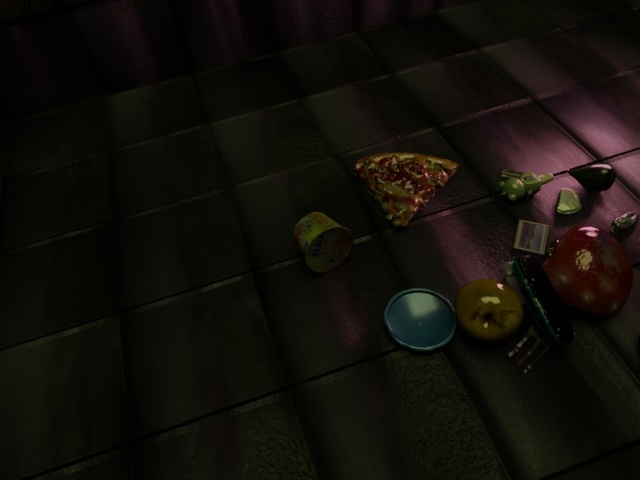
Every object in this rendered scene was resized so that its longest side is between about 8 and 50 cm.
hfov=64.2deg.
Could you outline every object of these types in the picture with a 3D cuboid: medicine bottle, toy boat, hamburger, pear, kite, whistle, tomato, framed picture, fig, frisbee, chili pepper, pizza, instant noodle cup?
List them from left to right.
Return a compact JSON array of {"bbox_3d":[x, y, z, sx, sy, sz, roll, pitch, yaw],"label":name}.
[{"bbox_3d":[0.000,0.000,1.885,0.205,0.204,0.153,-27,42,-16],"label":"instant noodle cup"},{"bbox_3d":[0.345,-0.220,2.061,0.441,0.130,0.405,0,48,7],"label":"pizza"},{"bbox_3d":[0.332,0.265,1.701,0.242,0.045,0.242,-4,49,4],"label":"frisbee"},{"bbox_3d":[0.530,0.217,1.620,0.209,0.208,0.208,-4,50,4],"label":"pear"},{"bbox_3d":[0.689,0.155,1.734,0.119,0.069,0.183,-5,50,-2],"label":"medicine bottle"},{"bbox_3d":[0.817,-0.220,2.028,0.228,0.085,0.105,-19,51,-7],"label":"whistle"},{"bbox_3d":[0.785,-0.013,1.903,0.109,0.011,0.149,13,52,18],"label":"framed picture"},{"bbox_3d":[0.681,0.195,1.609,0.134,0.092,0.298,1,62,-45],"label":"toy boat"},{"bbox_3d":[0.695,0.310,1.611,0.245,0.015,0.141,-39,79,-18],"label":"kite"},{"bbox_3d":[0.957,-0.141,1.967,0.084,0.054,0.121,17,57,15],"label":"hamburger"},{"bbox_3d":[1.062,-0.248,2.015,0.178,0.117,0.117,8,49,35],"label":"fig"},{"bbox_3d":[0.905,0.075,1.674,0.290,0.176,0.335,35,50,14],"label":"tomato"},{"bbox_3d":[1.131,-0.073,1.892,0.153,0.041,0.050,-24,93,-13],"label":"chili pepper"}]

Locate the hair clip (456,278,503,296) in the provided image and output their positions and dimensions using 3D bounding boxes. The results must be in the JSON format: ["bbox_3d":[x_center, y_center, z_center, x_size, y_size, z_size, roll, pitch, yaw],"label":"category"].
[{"bbox_3d":[0.550,0.170,1.755,0.173,0.049,0.049,-19,50,-11],"label":"hair clip"}]

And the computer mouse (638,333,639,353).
[{"bbox_3d":[1.013,0.346,1.486,0.097,0.137,0.233,-14,51,-9],"label":"computer mouse"}]

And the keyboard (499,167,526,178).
[{"bbox_3d":[0.814,-0.269,2.117,0.130,0.015,0.049,14,58,18],"label":"keyboard"}]
